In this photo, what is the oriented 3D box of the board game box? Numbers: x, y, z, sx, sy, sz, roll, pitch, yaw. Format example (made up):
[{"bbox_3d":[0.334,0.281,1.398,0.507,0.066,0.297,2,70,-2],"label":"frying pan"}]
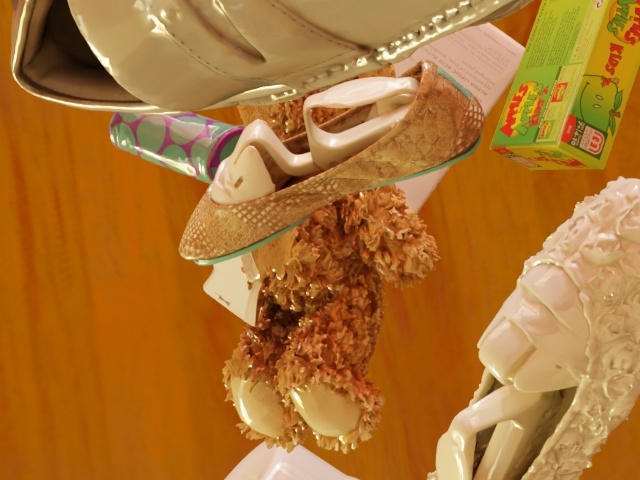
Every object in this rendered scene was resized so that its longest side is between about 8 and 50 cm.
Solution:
[{"bbox_3d":[0.189,-0.141,1.048,0.043,0.092,0.181,23,83,-23],"label":"board game box"}]

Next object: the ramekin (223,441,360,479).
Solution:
[{"bbox_3d":[-0.074,0.378,1.843,0.135,0.277,0.277,39,86,-7],"label":"ramekin"}]

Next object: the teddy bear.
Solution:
[{"bbox_3d":[0.000,0.000,1.143,0.113,0.245,0.338,5,65,-29],"label":"teddy bear"}]

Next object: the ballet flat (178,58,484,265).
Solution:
[{"bbox_3d":[-0.006,-0.052,0.866,0.206,0.073,0.067,-25,123,16],"label":"ballet flat"}]

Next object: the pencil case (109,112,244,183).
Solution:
[{"bbox_3d":[-0.137,-0.100,1.449,0.151,0.070,0.064,22,112,35],"label":"pencil case"}]

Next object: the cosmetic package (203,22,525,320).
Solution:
[{"bbox_3d":[0.048,-0.075,1.622,0.156,0.217,0.385,34,67,1],"label":"cosmetic package"}]

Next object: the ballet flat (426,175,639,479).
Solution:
[{"bbox_3d":[0.183,0.133,1.260,0.147,0.147,0.409,19,125,4],"label":"ballet flat"}]

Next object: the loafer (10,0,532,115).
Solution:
[{"bbox_3d":[-0.019,-0.085,0.453,0.111,0.319,0.112,-47,106,-17],"label":"loafer"}]
